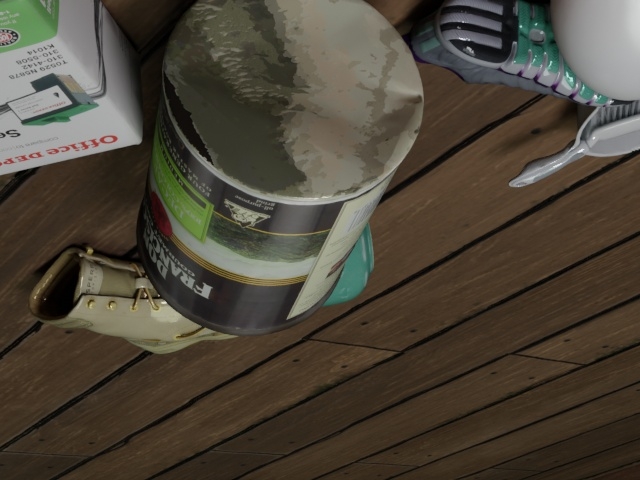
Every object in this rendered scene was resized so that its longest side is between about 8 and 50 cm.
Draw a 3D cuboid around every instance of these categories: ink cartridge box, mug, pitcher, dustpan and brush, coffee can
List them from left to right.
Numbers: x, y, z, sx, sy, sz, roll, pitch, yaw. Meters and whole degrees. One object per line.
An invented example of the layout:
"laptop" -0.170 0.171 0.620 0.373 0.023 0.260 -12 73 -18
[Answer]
"ink cartridge box" -0.245 -0.142 0.884 0.160 0.093 0.219 -12 155 10
"coffee can" -0.046 -0.062 0.991 0.201 0.202 0.275 -1 155 -14
"mug" 0.000 -0.004 1.249 0.097 0.158 0.129 -8 132 -4
"dustpan and brush" 0.278 -0.110 1.149 0.211 0.060 0.147 -20 153 25
"pitcher" 0.257 -0.212 0.867 0.177 0.125 0.207 -23 145 -3

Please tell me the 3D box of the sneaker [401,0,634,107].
"sneaker" 0.176 -0.164 1.011 0.223 0.083 0.098 13 170 -30

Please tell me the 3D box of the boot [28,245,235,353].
"boot" -0.187 0.054 1.345 0.262 0.095 0.203 -21 152 36
